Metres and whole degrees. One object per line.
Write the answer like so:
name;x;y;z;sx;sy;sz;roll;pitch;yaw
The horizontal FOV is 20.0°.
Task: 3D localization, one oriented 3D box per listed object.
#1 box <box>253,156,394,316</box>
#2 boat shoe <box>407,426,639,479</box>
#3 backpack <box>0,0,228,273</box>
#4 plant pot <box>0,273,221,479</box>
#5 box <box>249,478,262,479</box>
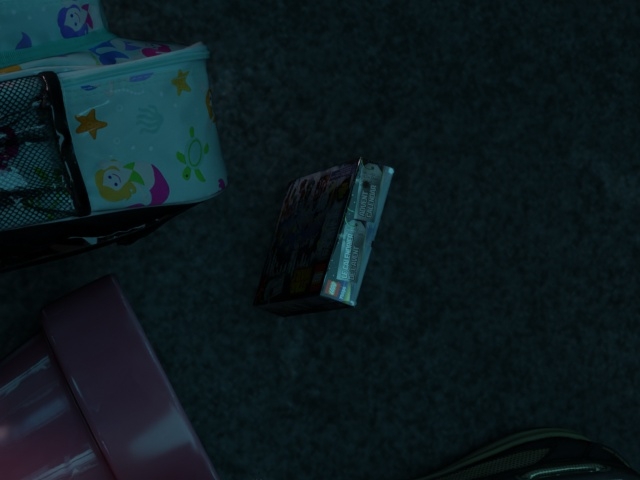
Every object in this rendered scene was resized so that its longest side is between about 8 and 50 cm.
box;0.000;0.000;1.195;0.027;0.137;0.094;19;78;-18
boat shoe;0.072;0.221;1.214;0.355;0.130;0.132;-26;97;-23
backpack;-0.188;-0.066;1.074;0.253;0.225;0.191;-8;94;-28
plant pot;-0.159;0.147;1.097;0.180;0.201;0.201;-28;98;-7
box;-0.115;0.231;1.016;0.216;0.270;0.060;-17;64;-5
